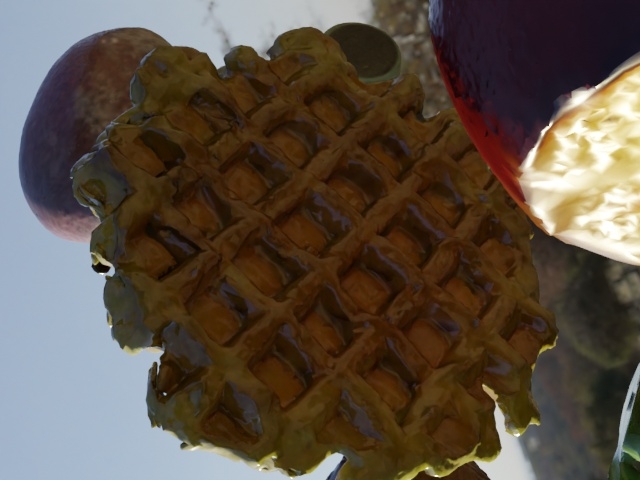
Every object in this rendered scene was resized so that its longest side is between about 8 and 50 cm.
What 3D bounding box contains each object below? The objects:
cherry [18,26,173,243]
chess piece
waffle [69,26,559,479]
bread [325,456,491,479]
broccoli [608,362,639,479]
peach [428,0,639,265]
[{"bbox_3d":[-0.224,-0.090,1.422,0.213,0.236,0.285,-12,-71,-54],"label":"cherry"},{"bbox_3d":[0.022,-0.112,1.006,0.103,0.067,0.067,104,157,-52],"label":"chess piece"},{"bbox_3d":[0.000,0.000,0.776,0.068,0.302,0.325,123,144,-45],"label":"waffle"},{"bbox_3d":[0.045,0.266,1.094,0.135,0.247,0.232,29,-175,6],"label":"bread"},{"bbox_3d":[0.304,0.138,0.726,0.308,0.275,0.308,13,-90,-75],"label":"broccoli"},{"bbox_3d":[0.217,-0.099,0.539,0.338,0.281,0.281,26,155,41],"label":"peach"}]
